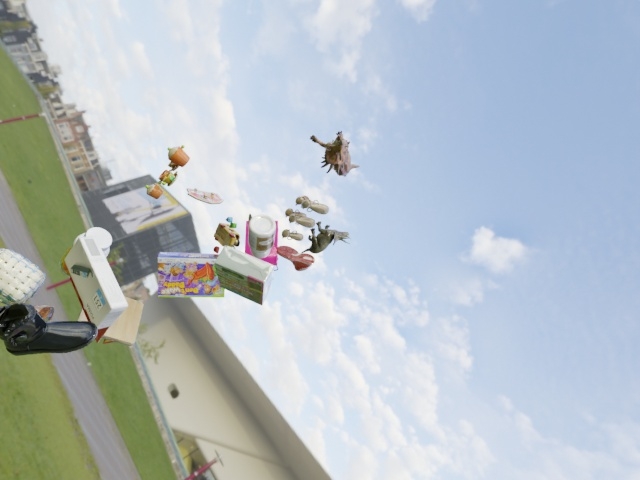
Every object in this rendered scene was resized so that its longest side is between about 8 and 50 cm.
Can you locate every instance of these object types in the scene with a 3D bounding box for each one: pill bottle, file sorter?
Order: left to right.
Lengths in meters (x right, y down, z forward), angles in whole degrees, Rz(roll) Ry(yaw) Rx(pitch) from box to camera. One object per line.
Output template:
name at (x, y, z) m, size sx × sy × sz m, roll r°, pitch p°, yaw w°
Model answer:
pill bottle at (-0.979, 0.052, 1.702) m, size 0.246 × 0.136 × 0.136 m, roll -37°, pitch -102°, yaw 30°
pill bottle at (-0.296, -0.013, 2.031) m, size 0.131 × 0.131 × 0.229 m, roll 51°, pitch -29°, yaw 23°
file sorter at (-0.367, 0.040, 2.591) m, size 0.182 × 0.202 × 0.290 m, roll 93°, pitch -4°, yaw -71°

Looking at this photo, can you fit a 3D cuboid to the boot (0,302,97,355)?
boot at (-0.798, 0.253, 1.169) m, size 0.207 × 0.247 × 0.094 m, roll 114°, pitch -35°, yaw -53°

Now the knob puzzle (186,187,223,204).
knob puzzle at (-0.597, -0.235, 2.123) m, size 0.213 × 0.213 × 0.030 m, roll 35°, pitch -68°, yaw 41°

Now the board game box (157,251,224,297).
board game box at (-0.692, 0.189, 2.199) m, size 0.078 × 0.347 × 0.233 m, roll -122°, pitch -143°, yaw -66°

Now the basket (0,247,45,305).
basket at (-1.331, 0.156, 1.729) m, size 0.255 × 0.201 × 0.289 m, roll 45°, pitch -27°, yaw -23°

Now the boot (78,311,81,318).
boot at (-1.121, 0.404, 1.891) m, size 0.087 × 0.042 × 0.118 m, roll -76°, pitch 162°, yaw -62°

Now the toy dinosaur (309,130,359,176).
toy dinosaur at (0.073, -0.319, 1.602) m, size 0.296 × 0.127 × 0.200 m, roll 42°, pitch 25°, yaw -53°

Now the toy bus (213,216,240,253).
toy bus at (-0.493, -0.013, 2.217) m, size 0.191 × 0.104 × 0.202 m, roll -16°, pitch -105°, yaw 38°

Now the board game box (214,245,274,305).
board game box at (-0.328, 0.159, 1.766) m, size 0.224 × 0.097 × 0.303 m, roll 23°, pitch -26°, yaw 3°

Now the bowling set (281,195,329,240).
bowling set at (-0.111, -0.148, 2.040) m, size 0.287 × 0.154 × 0.199 m, roll -48°, pitch -133°, yaw 29°

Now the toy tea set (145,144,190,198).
toy tea set at (-0.859, -0.389, 2.240) m, size 0.200 × 0.336 × 0.124 m, roll -17°, pitch -47°, yaw 40°

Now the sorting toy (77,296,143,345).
sorting toy at (-1.002, 0.375, 1.922) m, size 0.089 × 0.255 × 0.257 m, roll -48°, pitch -148°, yaw 24°

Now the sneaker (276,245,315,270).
sneaker at (-0.154, 0.114, 2.244) m, size 0.221 × 0.087 × 0.128 m, roll 22°, pitch -45°, yaw -10°

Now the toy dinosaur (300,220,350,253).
toy dinosaur at (0.000, 0.000, 2.253) m, size 0.121 × 0.314 × 0.160 m, roll 39°, pitch 25°, yaw -52°

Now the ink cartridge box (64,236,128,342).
ink cartridge box at (-0.810, 0.179, 1.416) m, size 0.261 × 0.066 × 0.296 m, roll -44°, pitch -110°, yaw 27°

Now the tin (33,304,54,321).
tin at (-1.094, 0.305, 1.575) m, size 0.190 × 0.040 × 0.106 m, roll 152°, pitch -49°, yaw -71°

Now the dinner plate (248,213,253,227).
dinner plate at (-0.397, -0.087, 2.347) m, size 0.141 × 0.017 × 0.141 m, roll 174°, pitch -90°, yaw -71°
